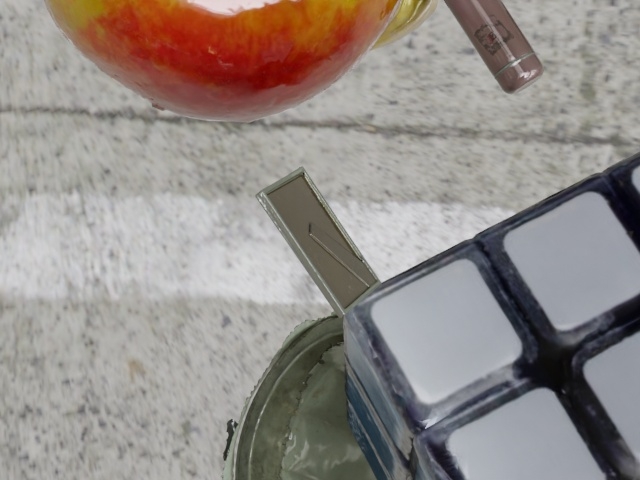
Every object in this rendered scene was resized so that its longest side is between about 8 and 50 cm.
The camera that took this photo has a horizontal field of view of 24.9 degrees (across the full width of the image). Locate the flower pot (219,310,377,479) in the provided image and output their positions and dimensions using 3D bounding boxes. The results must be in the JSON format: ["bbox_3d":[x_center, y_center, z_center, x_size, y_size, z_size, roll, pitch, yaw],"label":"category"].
[{"bbox_3d":[0.084,0.238,1.470,0.290,0.259,0.290,-21,119,-43],"label":"flower pot"}]

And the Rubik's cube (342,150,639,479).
[{"bbox_3d":[0.209,0.145,1.015,0.303,0.305,0.301,-26,69,-10],"label":"Rubik's cube"}]

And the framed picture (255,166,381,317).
[{"bbox_3d":[0.000,0.000,0.872,0.006,0.066,0.089,-34,92,27],"label":"framed picture"}]

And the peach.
[{"bbox_3d":[-0.101,-0.296,1.462,0.388,0.388,0.388,-2,101,-12],"label":"peach"}]

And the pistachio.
[{"bbox_3d":[0.068,-0.300,1.842,0.117,0.200,0.145,19,89,-41],"label":"pistachio"}]

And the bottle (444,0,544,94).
[{"bbox_3d":[0.187,-0.227,1.574,0.053,0.053,0.140,-31,84,-6],"label":"bottle"}]
